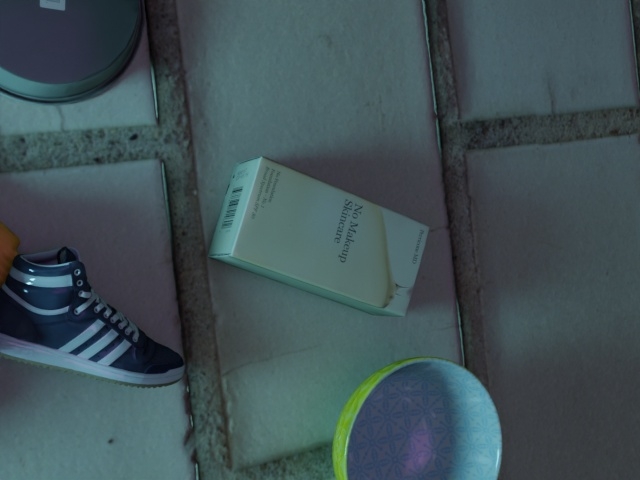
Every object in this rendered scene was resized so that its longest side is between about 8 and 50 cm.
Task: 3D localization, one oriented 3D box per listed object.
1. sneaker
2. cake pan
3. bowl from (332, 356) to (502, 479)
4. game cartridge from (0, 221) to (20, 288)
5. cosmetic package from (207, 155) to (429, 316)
[{"bbox_3d":[-0.299,0.102,1.204,0.282,0.099,0.153,17,95,-26],"label":"sneaker"},{"bbox_3d":[-0.380,-0.336,1.224,0.293,0.054,0.293,1,87,-28],"label":"cake pan"},{"bbox_3d":[0.126,0.323,1.401,0.289,0.156,0.290,1,88,-28],"label":"bowl"},{"bbox_3d":[-0.578,0.037,1.111,0.285,0.052,0.324,46,71,-18],"label":"game cartridge"},{"bbox_3d":[0.000,0.000,1.374,0.309,0.113,0.160,19,79,-24],"label":"cosmetic package"}]
